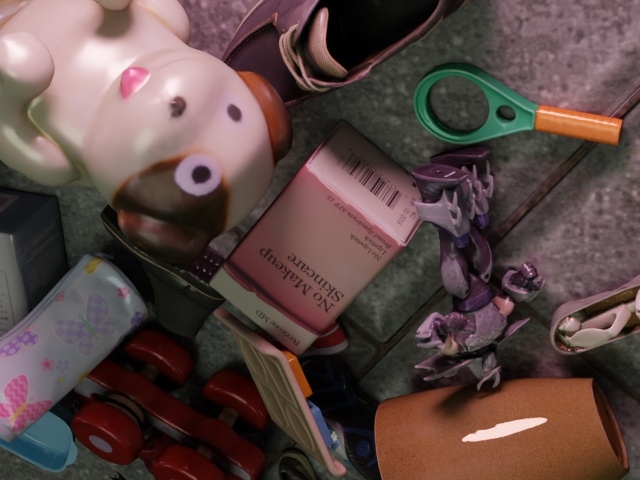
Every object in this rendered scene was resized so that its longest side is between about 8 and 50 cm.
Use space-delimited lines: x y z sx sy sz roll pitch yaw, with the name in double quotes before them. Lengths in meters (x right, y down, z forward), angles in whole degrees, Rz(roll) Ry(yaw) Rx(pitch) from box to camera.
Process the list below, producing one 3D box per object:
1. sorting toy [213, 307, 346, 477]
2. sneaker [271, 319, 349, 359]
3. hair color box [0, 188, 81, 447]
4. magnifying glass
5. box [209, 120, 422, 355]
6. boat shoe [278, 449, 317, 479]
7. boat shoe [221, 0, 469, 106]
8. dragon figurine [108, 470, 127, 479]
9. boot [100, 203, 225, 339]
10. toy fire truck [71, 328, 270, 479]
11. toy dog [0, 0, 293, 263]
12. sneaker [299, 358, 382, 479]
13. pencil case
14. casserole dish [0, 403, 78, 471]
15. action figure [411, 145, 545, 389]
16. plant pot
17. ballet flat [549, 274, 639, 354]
"sorting toy" -0.047 0.185 1.580 0.208 0.038 0.193 63 165 -23
"sneaker" -0.027 0.119 1.630 0.118 0.042 0.067 -12 117 22
"hair color box" -0.455 0.111 1.775 0.185 0.113 0.374 10 123 19
"magnifying glass" 0.213 -0.138 1.374 0.231 0.026 0.092 12 123 17
"box" 0.000 0.000 1.491 0.149 0.127 0.232 39 127 -3
"boat shoe" -0.019 0.368 1.775 0.056 0.049 0.152 -23 109 33
"boat shoe" 0.009 -0.229 1.343 0.355 0.130 0.132 -29 104 35
"dragon figurine" -0.220 0.398 1.750 0.144 0.085 0.289 24 169 40
"boot" -0.221 0.046 1.657 0.198 0.077 0.137 36 133 1
"toy fire truck" -0.214 0.278 1.753 0.302 0.169 0.254 28 146 7
"toy dog" -0.237 -0.133 1.371 0.408 0.284 0.395 26 148 34
"sneaker" 0.028 0.236 1.670 0.211 0.080 0.081 55 154 -18
"pencil case" -0.355 0.138 1.647 0.124 0.273 0.113 50 163 -9
"casserole dish" -0.413 0.249 1.747 0.188 0.037 0.114 26 127 8
"action figure" 0.169 0.044 1.422 0.099 0.185 0.285 5 116 41
"plant pot" 0.229 0.264 1.508 0.254 0.237 0.237 -22 109 19
"ballet flat" 0.355 0.082 1.419 0.213 0.068 0.072 -25 107 33
